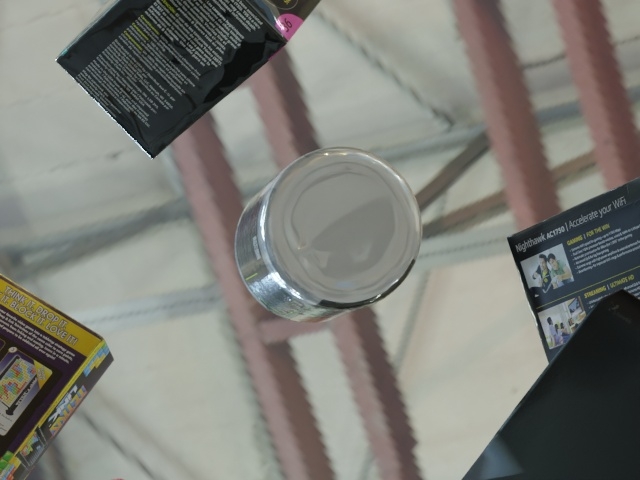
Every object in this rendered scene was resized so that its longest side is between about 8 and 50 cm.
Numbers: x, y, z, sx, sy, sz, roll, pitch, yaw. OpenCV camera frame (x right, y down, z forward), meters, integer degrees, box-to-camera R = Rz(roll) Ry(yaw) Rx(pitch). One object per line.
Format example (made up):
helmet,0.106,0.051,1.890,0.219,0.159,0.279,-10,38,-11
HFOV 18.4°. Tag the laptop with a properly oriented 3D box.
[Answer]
laptop,0.166,0.199,0.949,0.234,0.136,0.264,39,-34,55

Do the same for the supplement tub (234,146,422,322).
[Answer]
supplement tub,0.000,0.000,1.455,0.117,0.190,0.117,1,-96,-11

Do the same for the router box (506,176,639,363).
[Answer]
router box,0.213,0.030,1.296,0.179,0.046,0.133,-26,-101,50

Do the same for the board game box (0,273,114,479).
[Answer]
board game box,-0.267,0.096,1.503,0.170,0.141,0.048,30,-20,19

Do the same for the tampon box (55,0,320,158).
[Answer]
tampon box,-0.083,-0.159,1.383,0.101,0.120,0.161,45,-50,-11

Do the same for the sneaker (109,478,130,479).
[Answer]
sneaker,-0.074,0.202,0.861,0.121,0.112,0.299,30,-20,15
